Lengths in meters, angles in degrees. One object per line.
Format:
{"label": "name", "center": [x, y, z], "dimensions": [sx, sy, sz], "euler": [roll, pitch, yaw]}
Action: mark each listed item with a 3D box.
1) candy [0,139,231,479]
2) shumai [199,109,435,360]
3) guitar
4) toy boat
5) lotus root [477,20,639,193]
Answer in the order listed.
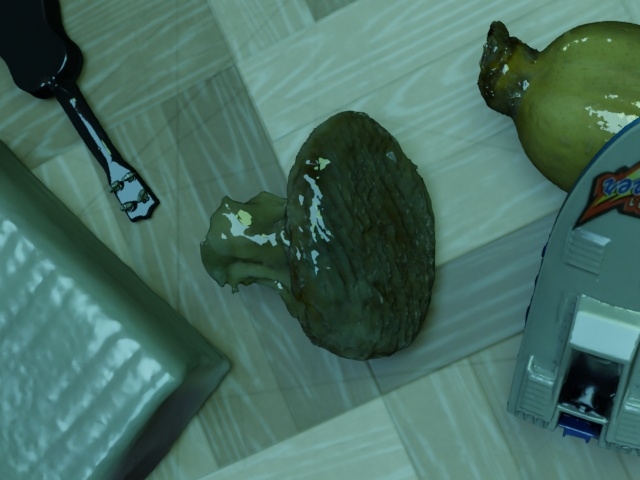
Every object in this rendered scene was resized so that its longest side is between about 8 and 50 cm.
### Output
{"label": "candy", "center": [-0.276, 0.076, 1.162], "dimensions": [0.359, 0.145, 0.208], "euler": [43, 98, 12]}
{"label": "shumai", "center": [0.000, 0.000, 1.109], "dimensions": [0.153, 0.161, 0.209], "euler": [-6, 108, 36]}
{"label": "guitar", "center": [-0.237, -0.131, 1.219], "dimensions": [0.084, 0.038, 0.271], "euler": [-36, 79, 12]}
{"label": "toy boat", "center": [0.230, 0.031, 0.995], "dimensions": [0.129, 0.088, 0.295], "euler": [17, 121, 15]}
{"label": "lotus root", "center": [0.270, -0.090, 1.035], "dimensions": [0.303, 0.131, 0.146], "euler": [22, 77, 15]}
